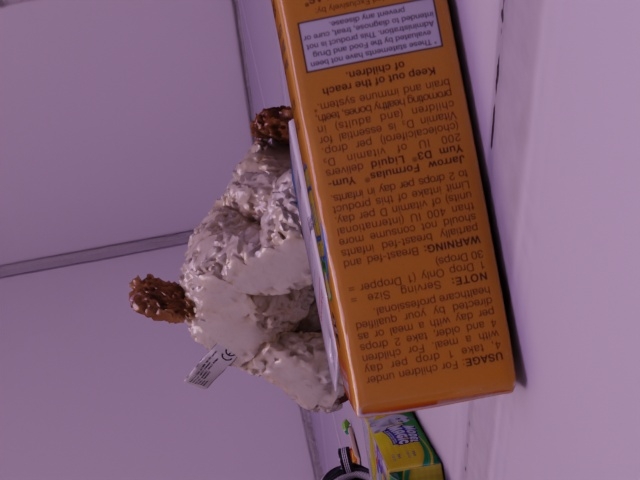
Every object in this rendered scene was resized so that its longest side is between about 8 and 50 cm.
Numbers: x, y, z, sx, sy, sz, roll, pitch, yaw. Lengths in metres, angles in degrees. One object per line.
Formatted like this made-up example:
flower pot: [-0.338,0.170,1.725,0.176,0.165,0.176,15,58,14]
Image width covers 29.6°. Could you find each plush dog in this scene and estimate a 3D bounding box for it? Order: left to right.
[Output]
plush dog: [-0.045,0.003,1.136,0.225,0.211,0.262,-68,-24,-50]

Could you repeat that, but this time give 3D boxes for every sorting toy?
sorting toy: [0.043,0.289,1.677,0.083,0.012,0.062,-106,6,-50]

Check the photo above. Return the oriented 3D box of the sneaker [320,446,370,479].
sneaker: [0.039,0.341,1.211,0.153,0.101,0.268,82,179,-64]

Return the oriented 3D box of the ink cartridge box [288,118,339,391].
ink cartridge box: [0.022,0.008,0.884,0.104,0.060,0.180,90,169,-67]

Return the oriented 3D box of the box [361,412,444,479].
box: [0.065,0.193,0.902,0.179,0.043,0.105,-110,11,-79]

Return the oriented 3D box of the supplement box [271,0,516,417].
supplement box: [0.028,-0.041,0.557,0.078,0.080,0.233,148,109,-88]
